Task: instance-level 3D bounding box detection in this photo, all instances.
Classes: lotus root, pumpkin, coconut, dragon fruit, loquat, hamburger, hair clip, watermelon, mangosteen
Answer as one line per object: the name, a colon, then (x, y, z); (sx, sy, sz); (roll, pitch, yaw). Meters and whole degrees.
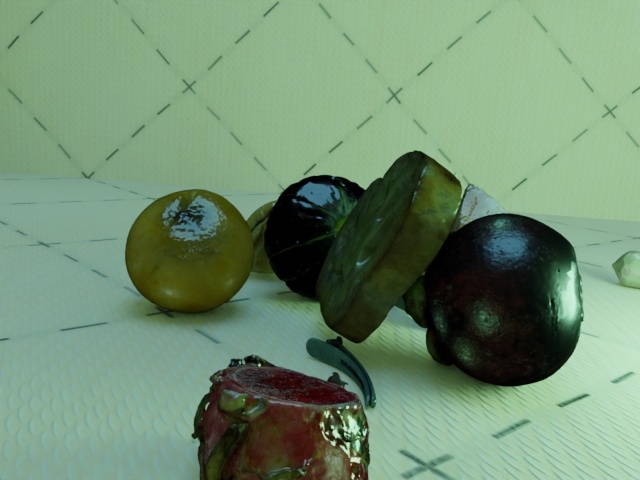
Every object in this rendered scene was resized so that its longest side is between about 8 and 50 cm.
lotus root: (0.108, 0.020, 1.260); (0.111, 0.374, 0.390); (29, -37, -13)
pumpkin: (0.000, 0.000, 1.572); (0.296, 0.295, 0.296); (4, 11, -1)
coconut: (0.880, 0.080, 1.892); (0.124, 0.110, 0.110); (18, 17, 28)
dragon fruit: (-0.054, 0.214, 0.783); (0.282, 0.147, 0.211); (16, 17, 41)
loquat: (-0.269, 0.023, 1.399); (0.263, 0.263, 0.263); (4, 11, -1)
hamburger: (-0.110, -0.006, 1.732); (0.214, 0.213, 0.108); (-3, 52, -33)
hair clip: (0.049, 0.211, 1.107); (0.070, 0.039, 0.229); (1, 13, -23)
watermelon: (0.408, 0.014, 1.883); (0.222, 0.292, 0.319); (-29, 64, -15)
mangosteen: (0.289, 0.096, 1.135); (0.300, 0.300, 0.300); (4, 11, -1)

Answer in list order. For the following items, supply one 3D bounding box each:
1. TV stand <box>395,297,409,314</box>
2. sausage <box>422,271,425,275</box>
TV stand: (0.210, 0.139, 1.497); (0.040, 0.048, 0.256); (0, 11, -25)
sausage: (0.148, 0.030, 1.841); (0.304, 0.121, 0.121); (5, 11, 5)
